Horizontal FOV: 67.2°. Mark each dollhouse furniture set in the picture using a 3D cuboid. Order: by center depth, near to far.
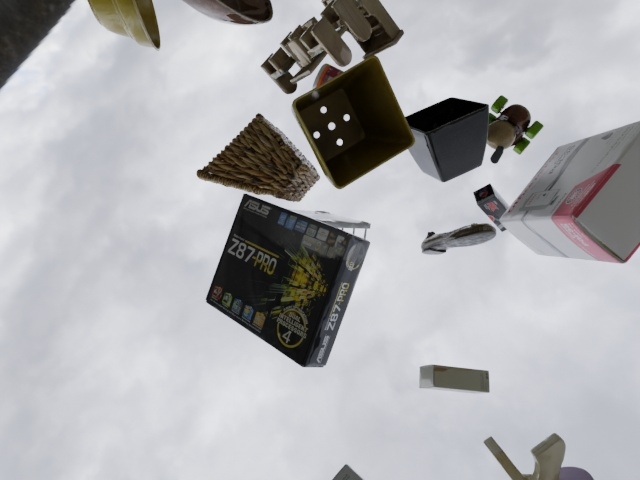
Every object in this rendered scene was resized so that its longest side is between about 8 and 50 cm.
[{"bbox_3d":[0.037,-0.401,1.000,0.212,0.161,0.242,0,-129,57],"label":"dollhouse furniture set"}]

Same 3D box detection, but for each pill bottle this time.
[{"bbox_3d":[0.090,-0.550,1.774,0.221,0.121,0.121,27,-110,3],"label":"pill bottle"}]

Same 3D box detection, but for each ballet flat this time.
[{"bbox_3d":[0.324,-0.012,1.162,0.250,0.084,0.058,151,-54,-66],"label":"ballet flat"}]

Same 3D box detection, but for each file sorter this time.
[{"bbox_3d":[0.000,0.000,1.612,0.277,0.192,0.173,19,-75,55],"label":"file sorter"}]

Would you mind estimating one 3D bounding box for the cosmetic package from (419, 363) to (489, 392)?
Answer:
[{"bbox_3d":[0.246,0.256,0.891,0.115,0.060,0.041,10,-111,-15],"label":"cosmetic package"}]

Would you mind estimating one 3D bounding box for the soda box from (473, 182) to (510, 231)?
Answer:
[{"bbox_3d":[0.517,-0.094,1.418,0.060,0.168,0.053,-31,-137,29],"label":"soda box"}]

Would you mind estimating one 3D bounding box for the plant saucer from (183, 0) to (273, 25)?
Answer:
[{"bbox_3d":[-0.134,-0.295,0.500,0.036,0.198,0.199,-37,-135,28],"label":"plant saucer"}]

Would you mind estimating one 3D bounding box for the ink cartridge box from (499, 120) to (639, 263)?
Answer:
[{"bbox_3d":[0.471,-0.077,0.856,0.117,0.283,0.207,39,-90,-3],"label":"ink cartridge box"}]

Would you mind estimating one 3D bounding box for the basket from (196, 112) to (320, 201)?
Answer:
[{"bbox_3d":[-0.144,-0.168,1.280,0.223,0.299,0.213,-42,-90,7],"label":"basket"}]

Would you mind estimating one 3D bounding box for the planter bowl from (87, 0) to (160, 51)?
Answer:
[{"bbox_3d":[-0.371,-0.450,0.879,0.090,0.217,0.217,-14,-130,-4],"label":"planter bowl"}]

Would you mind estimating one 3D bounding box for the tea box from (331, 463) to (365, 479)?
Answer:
[{"bbox_3d":[0.105,0.616,0.864,0.323,0.329,0.220,35,-112,23],"label":"tea box"}]

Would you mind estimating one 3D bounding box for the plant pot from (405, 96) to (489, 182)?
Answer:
[{"bbox_3d":[0.341,-0.269,1.317,0.188,0.167,0.187,-24,-153,-8],"label":"plant pot"}]

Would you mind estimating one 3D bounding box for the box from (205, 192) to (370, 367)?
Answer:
[{"bbox_3d":[-0.096,0.084,1.201,0.394,0.097,0.319,24,-87,40],"label":"box"}]

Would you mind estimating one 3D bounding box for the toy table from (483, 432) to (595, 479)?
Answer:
[{"bbox_3d":[0.457,0.560,1.058,0.274,0.161,0.252,-40,-170,-10],"label":"toy table"}]

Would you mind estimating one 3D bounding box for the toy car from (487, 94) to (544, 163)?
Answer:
[{"bbox_3d":[0.522,-0.301,1.413,0.155,0.149,0.188,42,-114,13],"label":"toy car"}]

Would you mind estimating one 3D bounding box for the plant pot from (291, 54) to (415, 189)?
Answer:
[{"bbox_3d":[0.051,-0.265,1.111,0.212,0.212,0.187,-32,-163,-8],"label":"plant pot"}]
